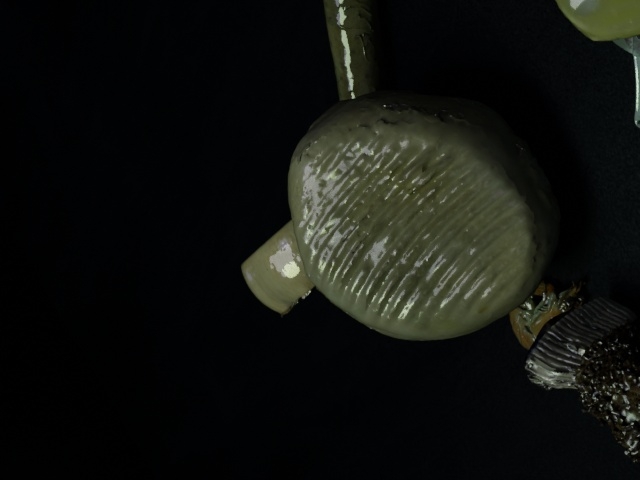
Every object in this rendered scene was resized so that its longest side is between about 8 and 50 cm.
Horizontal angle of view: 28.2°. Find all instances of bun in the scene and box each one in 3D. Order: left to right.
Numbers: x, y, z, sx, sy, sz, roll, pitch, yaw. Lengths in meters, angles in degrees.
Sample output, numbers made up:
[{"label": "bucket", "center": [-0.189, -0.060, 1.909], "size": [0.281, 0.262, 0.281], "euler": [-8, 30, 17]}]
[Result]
[{"label": "bun", "center": [0.133, -0.034, 1.668], "size": [0.362, 0.234, 0.326], "euler": [17, 101, 15]}]

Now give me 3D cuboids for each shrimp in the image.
[{"label": "shrimp", "center": [0.306, 0.089, 1.720], "size": [0.180, 0.041, 0.099], "euler": [-52, 53, 59]}]

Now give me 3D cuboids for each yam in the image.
[{"label": "yam", "center": [0.045, -0.307, 1.773], "size": [0.083, 0.083, 0.371], "euler": [29, 134, 46]}]

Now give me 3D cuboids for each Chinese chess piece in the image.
[{"label": "Chinese chess piece", "center": [0.000, 0.000, 1.906], "size": [0.104, 0.257, 0.257], "euler": [49, 150, 0]}]

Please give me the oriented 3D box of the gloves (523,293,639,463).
[{"label": "gloves", "center": [0.384, 0.171, 1.480], "size": [0.312, 0.210, 0.135], "euler": [33, 115, 42]}]

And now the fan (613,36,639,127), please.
[{"label": "fan", "center": [0.355, -0.228, 1.412], "size": [0.152, 0.008, 0.226], "euler": [28, 134, 46]}]

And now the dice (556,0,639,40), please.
[{"label": "dice", "center": [0.330, -0.294, 1.230], "size": [0.169, 0.169, 0.166], "euler": [-5, 108, 56]}]
